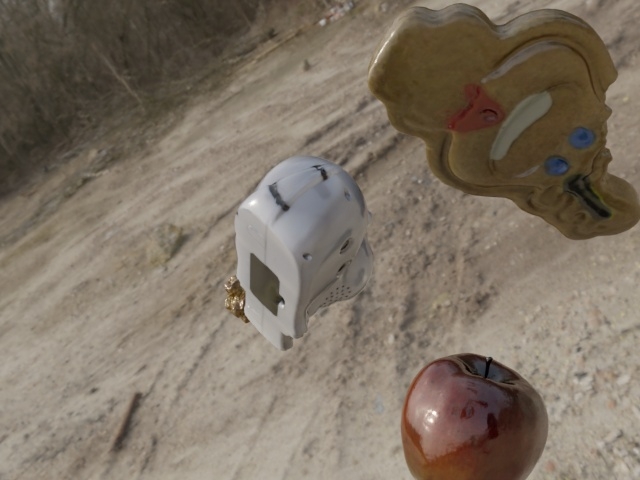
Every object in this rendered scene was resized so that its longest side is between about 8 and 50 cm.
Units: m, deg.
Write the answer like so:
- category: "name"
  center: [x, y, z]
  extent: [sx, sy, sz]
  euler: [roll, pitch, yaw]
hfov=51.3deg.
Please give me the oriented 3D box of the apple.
- category: "apple"
  center: [0.226, 0.282, 1.004]
  extent: [0.234, 0.234, 0.234]
  euler: [-28, 21, 12]

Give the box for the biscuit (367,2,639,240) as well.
- category: "biscuit"
  center: [0.188, -0.098, 0.607]
  extent: [0.183, 0.320, 0.047]
  euler: [-26, 37, 33]

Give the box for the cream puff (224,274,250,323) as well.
- category: "cream puff"
  center: [-0.168, 0.131, 1.558]
  extent: [0.116, 0.122, 0.094]
  euler: [-7, -48, -58]

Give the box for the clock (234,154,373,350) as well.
- category: "clock"
  center: [0.000, 0.000, 0.520]
  extent: [0.117, 0.176, 0.080]
  euler: [-37, 64, -28]
